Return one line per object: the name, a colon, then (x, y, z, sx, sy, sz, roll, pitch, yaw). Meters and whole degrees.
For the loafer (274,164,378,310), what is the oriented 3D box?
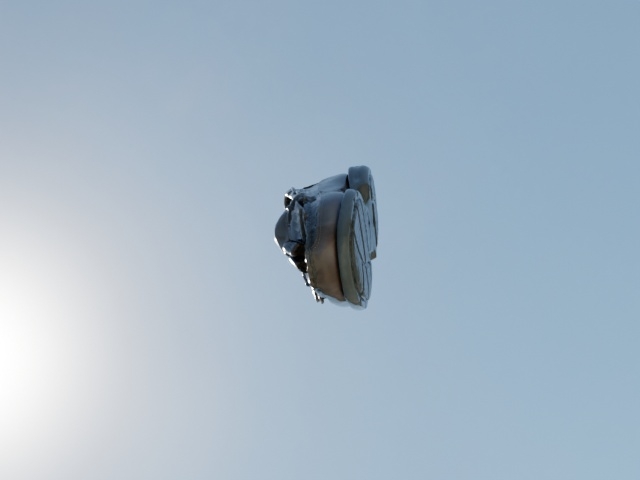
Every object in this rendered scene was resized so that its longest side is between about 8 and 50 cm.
loafer: (0.000, 0.000, 1.296, 0.267, 0.084, 0.096, -67, -29, -77)
